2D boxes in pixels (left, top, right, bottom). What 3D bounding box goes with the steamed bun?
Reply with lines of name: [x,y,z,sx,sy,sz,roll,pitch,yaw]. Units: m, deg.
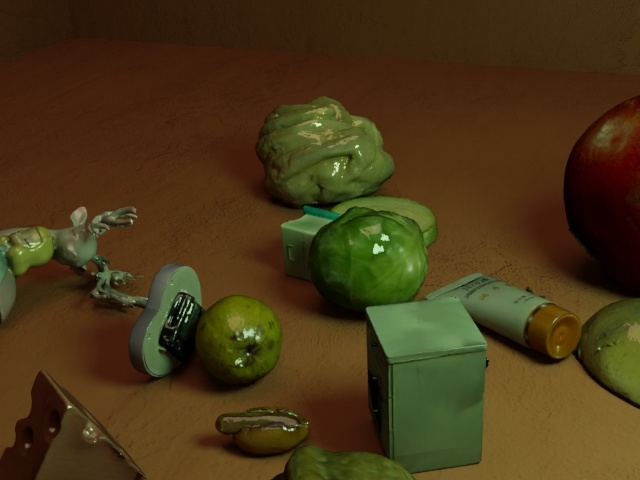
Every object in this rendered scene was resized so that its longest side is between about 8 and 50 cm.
steamed bun: [0.003,-0.229,2.307,0.324,0.231,0.372,-8,22,-6]

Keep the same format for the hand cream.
hand cream: [0.341,0.125,1.718,0.139,0.089,0.314,-23,23,-28]

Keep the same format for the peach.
peach: [0.635,-0.065,1.798,0.310,0.406,0.335,-30,34,12]

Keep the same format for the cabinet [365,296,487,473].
cabinet: [0.150,0.214,1.387,0.150,0.206,0.145,-6,26,-8]

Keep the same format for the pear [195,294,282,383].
pear: [-0.138,0.167,1.585,0.148,0.149,0.162,-7,22,-10]

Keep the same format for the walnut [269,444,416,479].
walnut: [0.024,0.363,1.055,0.227,0.283,0.283,-29,23,11]

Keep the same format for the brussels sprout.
brussels sprout: [0.093,0.037,1.787,0.244,0.244,0.244,-2,25,1]

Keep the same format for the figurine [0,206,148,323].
figurine: [-0.504,0.049,1.845,0.315,0.206,0.284,-25,27,-28]

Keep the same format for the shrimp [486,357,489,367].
shrimp: [0.213,0.220,1.580,0.147,0.035,0.195,1,24,2]

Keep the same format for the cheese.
cheese: [-0.372,0.318,1.290,0.177,0.203,0.128,-43,41,-14]

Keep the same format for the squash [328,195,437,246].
squash: [0.143,-0.039,2.109,0.252,0.049,0.252,-1,24,1]

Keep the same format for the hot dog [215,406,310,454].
hot dog: [-0.087,0.285,1.431,0.140,0.060,0.090,-1,20,10]

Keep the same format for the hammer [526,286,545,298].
hammer: [0.411,0.110,1.801,0.019,0.036,0.110,-2,16,-2]

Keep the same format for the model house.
model house: [0.000,0.000,1.949,0.100,0.127,0.149,16,34,33]

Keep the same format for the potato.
potato: [0.570,0.170,1.569,0.239,0.116,0.299,-6,27,-18]

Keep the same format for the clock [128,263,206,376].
clock: [-0.248,0.148,1.623,0.064,0.172,0.198,10,66,24]
